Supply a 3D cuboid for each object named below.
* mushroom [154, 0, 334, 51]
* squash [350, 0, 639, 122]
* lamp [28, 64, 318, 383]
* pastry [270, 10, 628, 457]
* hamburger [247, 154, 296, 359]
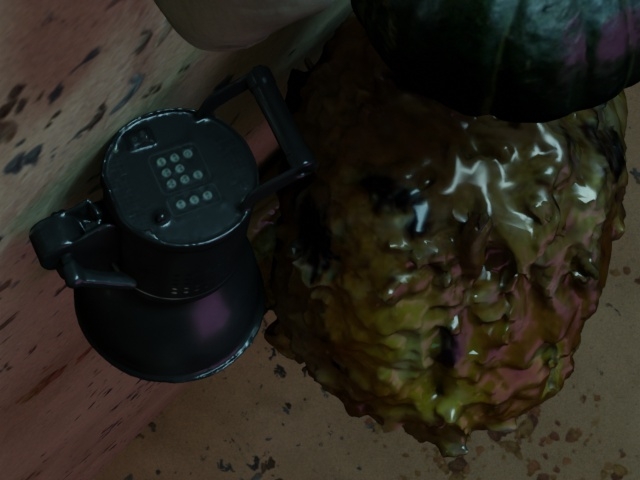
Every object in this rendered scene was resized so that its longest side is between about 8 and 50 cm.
[{"bbox_3d":[-0.033,-0.131,0.395,0.096,0.088,0.212,-13,173,6],"label":"mushroom"},{"bbox_3d":[0.110,-0.171,0.570,0.218,0.218,0.172,-45,148,7],"label":"squash"},{"bbox_3d":[-0.107,-0.004,0.737,0.172,0.147,0.227,-19,159,-16],"label":"lamp"},{"bbox_3d":[0.101,-0.049,0.868,0.337,0.292,0.405,81,24,-70],"label":"pastry"},{"bbox_3d":[0.000,0.000,1.275,0.277,0.195,0.318,-37,169,-44],"label":"hamburger"}]
